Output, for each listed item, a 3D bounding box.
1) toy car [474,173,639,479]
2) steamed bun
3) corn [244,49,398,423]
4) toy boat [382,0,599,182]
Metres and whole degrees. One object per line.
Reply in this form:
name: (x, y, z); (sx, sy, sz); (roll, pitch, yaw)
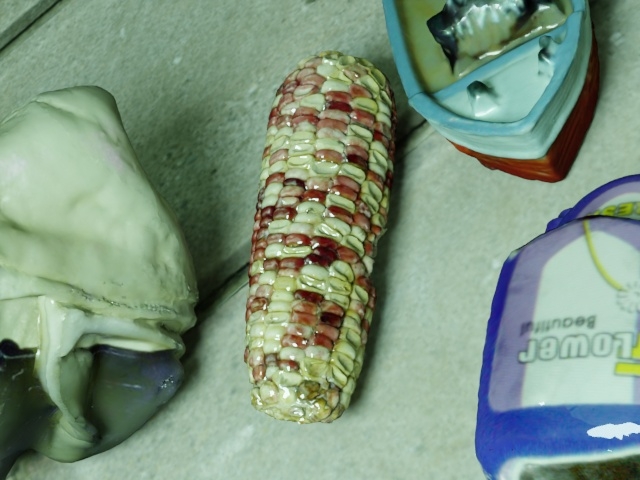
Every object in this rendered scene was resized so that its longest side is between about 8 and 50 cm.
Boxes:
toy car: (0.177, 0.060, 0.954); (0.172, 0.158, 0.235); (-10, 54, 30)
steamed bun: (-0.217, 0.061, 1.190); (0.206, 0.275, 0.320); (56, 130, 18)
corn: (0.000, 0.000, 1.177); (0.098, 0.098, 0.290); (-13, 56, 29)
toy boat: (0.108, -0.176, 1.198); (0.145, 0.133, 0.332); (-28, 47, 15)
